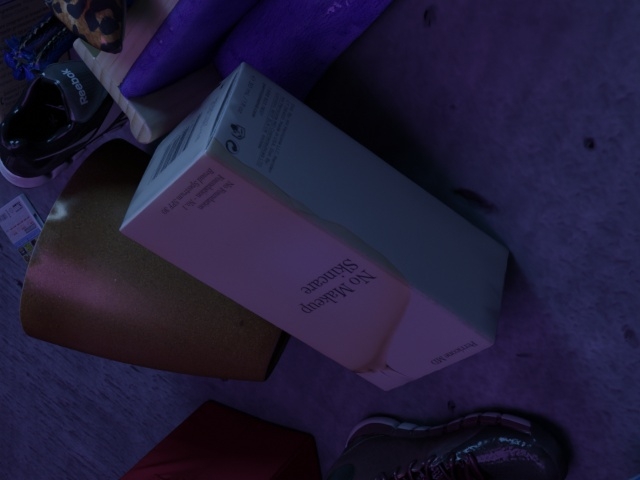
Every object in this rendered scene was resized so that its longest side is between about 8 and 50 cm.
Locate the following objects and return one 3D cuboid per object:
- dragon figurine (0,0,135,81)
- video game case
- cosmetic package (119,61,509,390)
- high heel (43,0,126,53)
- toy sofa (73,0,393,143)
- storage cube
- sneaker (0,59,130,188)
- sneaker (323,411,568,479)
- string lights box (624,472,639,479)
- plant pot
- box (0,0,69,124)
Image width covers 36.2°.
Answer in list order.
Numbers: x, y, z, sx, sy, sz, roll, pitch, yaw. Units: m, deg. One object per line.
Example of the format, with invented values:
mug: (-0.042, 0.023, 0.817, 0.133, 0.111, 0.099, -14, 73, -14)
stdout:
dragon figurine: (-0.233, -0.262, 0.949, 0.085, 0.144, 0.289, 39, 136, 11)
video game case: (-0.400, 0.000, 1.364, 0.087, 0.011, 0.122, -23, 102, 45)
cosmetic package: (0.000, 0.000, 0.876, 0.309, 0.113, 0.160, 33, 140, -20)
high heel: (-0.269, -0.248, 0.790, 0.093, 0.186, 0.261, -51, 56, 38)
toy sofa: (-0.045, -0.216, 0.825, 0.177, 0.150, 0.362, 52, 137, 0)
storage cube: (-0.120, 0.348, 1.244, 0.183, 0.193, 0.215, 11, 124, 34)
sneaker: (-0.223, -0.145, 0.958, 0.078, 0.234, 0.106, 48, 169, 4)
sneaker: (0.109, 0.266, 1.021, 0.281, 0.162, 0.106, -13, 110, 44)
string lights box: (0.345, 0.234, 0.787, 0.133, 0.076, 0.260, 66, 159, 13)
plant pot: (-0.151, 0.049, 1.063, 0.254, 0.237, 0.237, 25, 133, 5)
box: (-0.409, -0.277, 1.102, 0.213, 0.117, 0.243, 21, 129, 27)
